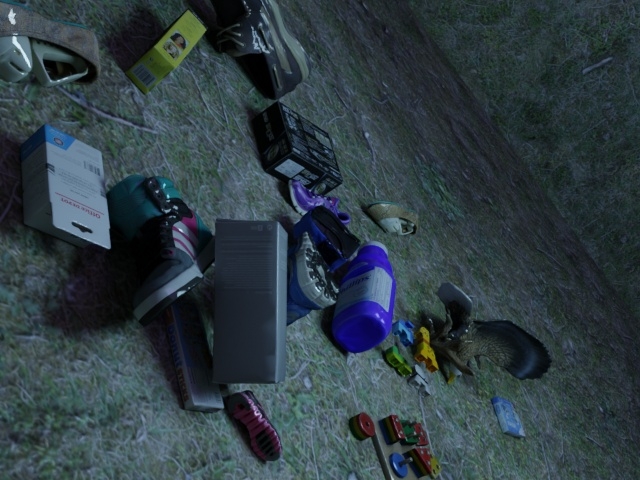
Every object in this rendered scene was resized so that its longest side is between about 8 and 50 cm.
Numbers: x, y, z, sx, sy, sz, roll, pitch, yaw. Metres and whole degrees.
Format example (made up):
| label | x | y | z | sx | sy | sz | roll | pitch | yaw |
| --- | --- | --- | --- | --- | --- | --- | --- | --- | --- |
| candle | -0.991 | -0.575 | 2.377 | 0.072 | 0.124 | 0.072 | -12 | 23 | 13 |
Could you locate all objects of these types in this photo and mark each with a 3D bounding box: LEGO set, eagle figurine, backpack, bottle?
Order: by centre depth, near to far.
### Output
| label | x | y | z | sx | sy | sz | roll | pitch | yaw |
| --- | --- | --- | --- | --- | --- | --- | --- | --- | --- |
| backpack | 0.000 | 0.000 | 1.765 | 0.120 | 0.101 | 0.098 | 51 | 24 | -5 |
| bottle | 0.093 | 0.101 | 1.793 | 0.092 | 0.118 | 0.283 | 47 | 28 | -20 |
| LEGO set | 0.179 | 0.213 | 1.858 | 0.227 | 0.087 | 0.093 | 46 | 28 | -25 |
| eagle figurine | 0.344 | 0.225 | 2.008 | 0.298 | 0.225 | 0.226 | 1 | 56 | -40 |

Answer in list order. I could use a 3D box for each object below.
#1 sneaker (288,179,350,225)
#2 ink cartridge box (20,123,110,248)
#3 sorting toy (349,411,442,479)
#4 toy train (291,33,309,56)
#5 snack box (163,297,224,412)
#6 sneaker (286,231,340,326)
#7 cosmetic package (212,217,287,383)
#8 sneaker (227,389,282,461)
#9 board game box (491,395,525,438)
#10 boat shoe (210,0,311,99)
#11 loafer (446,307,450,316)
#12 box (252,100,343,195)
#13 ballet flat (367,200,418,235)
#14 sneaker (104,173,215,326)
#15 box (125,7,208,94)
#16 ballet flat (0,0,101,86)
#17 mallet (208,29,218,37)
| label | x | y | z | sx | sy | sz | roll | pitch | yaw |
| --- | --- | --- | --- | --- | --- | --- | --- | --- | --- |
| sneaker | -0.002 | -0.081 | 1.889 | 0.170 | 0.071 | 0.068 | 37 | 32 | -34 |
| ink cartridge box | -0.356 | -0.061 | 1.250 | 0.104 | 0.060 | 0.180 | 29 | 37 | -46 |
| sorting toy | 0.162 | 0.388 | 1.674 | 0.274 | 0.046 | 0.132 | 20 | 44 | -52 |
| toy train | -0.060 | -0.500 | 2.328 | 0.083 | 0.017 | 0.023 | 51 | 36 | -13 |
| snack box | -0.190 | 0.167 | 1.328 | 0.064 | 0.022 | 0.178 | 19 | 45 | -49 |
| sneaker | -0.057 | 0.074 | 1.554 | 0.129 | 0.147 | 0.330 | 62 | 5 | -1 |
| cosmetic package | -0.102 | 0.094 | 1.333 | 0.127 | 0.107 | 0.237 | 71 | 22 | -80 |
| sneaker | -0.092 | 0.276 | 1.361 | 0.119 | 0.047 | 0.057 | 59 | 14 | 1 |
| board game box | 0.456 | 0.430 | 2.177 | 0.090 | 0.020 | 0.090 | 27 | 40 | -47 |
| boat shoe | -0.152 | -0.450 | 1.940 | 0.355 | 0.132 | 0.130 | 49 | 64 | -31 |
| loafer | 0.352 | 0.205 | 2.214 | 0.056 | 0.050 | 0.148 | 26 | 39 | -48 |
| box | -0.048 | -0.191 | 1.924 | 0.180 | 0.078 | 0.147 | 26 | 40 | -48 |
| ballet flat | 0.185 | -0.048 | 2.193 | 0.206 | 0.073 | 0.067 | 10 | 66 | -53 |
| sneaker | -0.243 | -0.003 | 1.278 | 0.178 | 0.124 | 0.295 | 49 | 13 | -9 |
| box | -0.285 | -0.359 | 1.689 | 0.058 | 0.087 | 0.232 | 46 | 29 | -18 |
| ballet flat | -0.433 | -0.284 | 1.329 | 0.316 | 0.108 | 0.106 | -6 | 80 | -61 |
| mallet | -0.185 | -0.478 | 2.027 | 0.039 | 0.062 | 0.190 | 56 | 26 | 3 |
